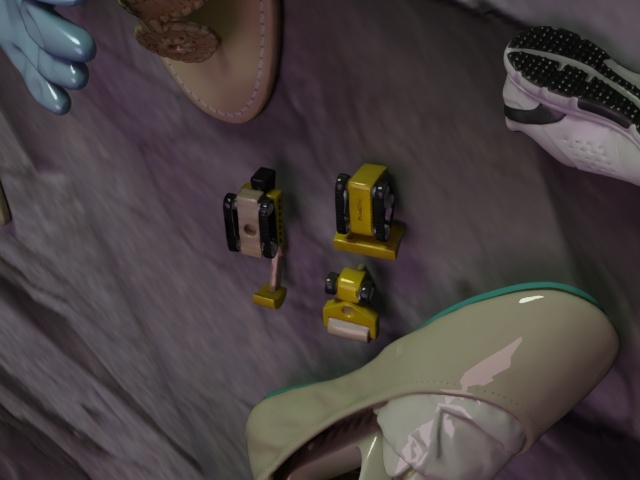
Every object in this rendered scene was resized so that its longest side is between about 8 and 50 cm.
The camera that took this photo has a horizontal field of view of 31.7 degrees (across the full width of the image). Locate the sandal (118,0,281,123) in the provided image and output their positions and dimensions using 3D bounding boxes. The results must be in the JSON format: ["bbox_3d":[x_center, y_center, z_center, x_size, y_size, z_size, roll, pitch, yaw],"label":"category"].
[{"bbox_3d":[-0.075,-0.142,0.469,0.088,0.079,0.240,20,130,26],"label":"sandal"}]

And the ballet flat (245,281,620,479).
[{"bbox_3d":[0.041,0.096,0.545,0.086,0.086,0.248,52,139,-5],"label":"ballet flat"}]

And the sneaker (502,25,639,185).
[{"bbox_3d":[0.117,-0.040,0.428,0.109,0.040,0.044,35,152,18],"label":"sneaker"}]

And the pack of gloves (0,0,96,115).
[{"bbox_3d":[-0.158,-0.173,0.475,0.232,0.046,0.195,46,138,39],"label":"pack of gloves"}]

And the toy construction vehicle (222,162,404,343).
[{"bbox_3d":[0.000,0.000,0.552,0.086,0.035,0.098,10,129,20],"label":"toy construction vehicle"}]

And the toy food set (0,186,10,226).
[{"bbox_3d":[-0.290,-0.063,0.725,0.192,0.038,0.132,9,125,34],"label":"toy food set"}]
